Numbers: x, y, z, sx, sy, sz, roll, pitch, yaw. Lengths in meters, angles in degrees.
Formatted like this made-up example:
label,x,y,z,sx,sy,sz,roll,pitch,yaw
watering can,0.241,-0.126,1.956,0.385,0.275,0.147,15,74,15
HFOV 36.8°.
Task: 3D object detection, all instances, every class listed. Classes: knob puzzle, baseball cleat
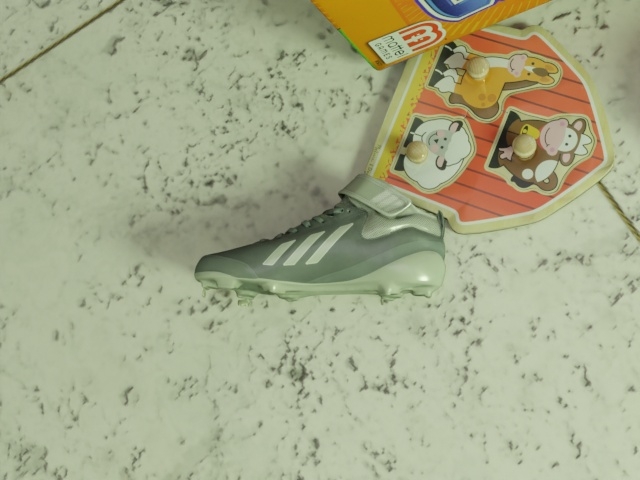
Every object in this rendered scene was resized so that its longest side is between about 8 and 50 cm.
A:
label,x,y,z,sx,sy,sz,roll,pitch,yaw
knob puzzle,0.150,-0.096,0.803,0.213,0.030,0.213,-3,76,12
baseball cleat,0.000,0.000,0.797,0.206,0.072,0.109,2,78,2

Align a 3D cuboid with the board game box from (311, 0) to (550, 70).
label,x,y,z,sx,sy,sz,roll,pitch,yaw
board game box,0.100,-0.394,0.671,0.356,0.356,0.356,-20,75,16
